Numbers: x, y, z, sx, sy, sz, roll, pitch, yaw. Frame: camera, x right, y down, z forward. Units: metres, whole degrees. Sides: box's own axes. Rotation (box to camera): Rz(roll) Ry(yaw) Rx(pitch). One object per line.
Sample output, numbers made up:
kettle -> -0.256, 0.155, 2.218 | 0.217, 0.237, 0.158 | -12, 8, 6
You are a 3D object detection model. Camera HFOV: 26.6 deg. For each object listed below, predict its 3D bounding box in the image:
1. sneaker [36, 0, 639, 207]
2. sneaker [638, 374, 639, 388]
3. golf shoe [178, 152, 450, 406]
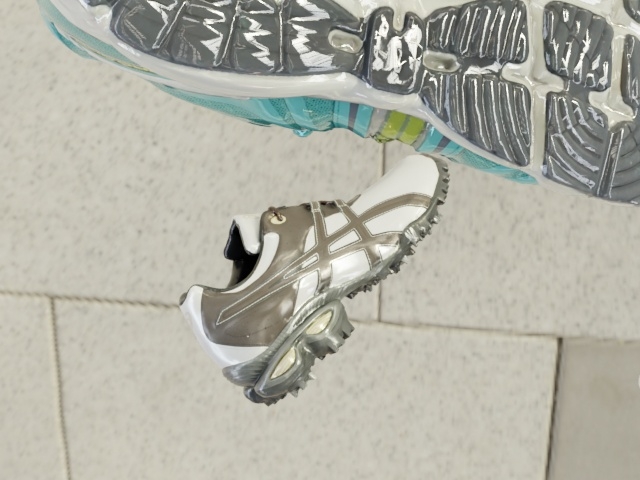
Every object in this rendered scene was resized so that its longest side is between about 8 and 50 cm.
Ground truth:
sneaker -> 0.026, -0.079, 0.509 | 0.275, 0.110, 0.107 | 14, 79, -19
sneaker -> 0.284, 0.139, 0.979 | 0.065, 0.158, 0.061 | -30, 130, 12
golf shoe -> 0.000, 0.000, 0.787 | 0.094, 0.198, 0.077 | 43, 148, -3
